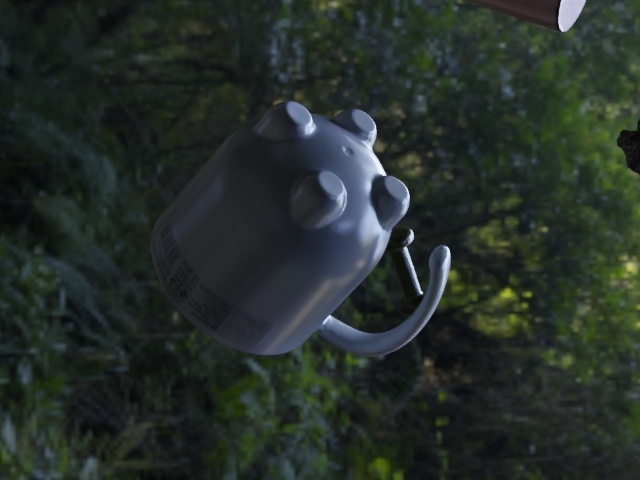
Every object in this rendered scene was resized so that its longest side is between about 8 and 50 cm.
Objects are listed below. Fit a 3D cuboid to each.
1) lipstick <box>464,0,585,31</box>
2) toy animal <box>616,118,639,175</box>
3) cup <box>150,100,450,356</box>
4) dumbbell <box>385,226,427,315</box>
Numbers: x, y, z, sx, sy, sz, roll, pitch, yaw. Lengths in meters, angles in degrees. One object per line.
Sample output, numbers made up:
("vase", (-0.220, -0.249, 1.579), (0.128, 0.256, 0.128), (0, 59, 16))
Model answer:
("lipstick", (0.135, -0.321, 1.481), (0.327, 0.087, 0.087), (23, -61, 23))
("toy animal", (0.316, -0.090, 0.919), (0.220, 0.069, 0.086), (-22, -158, 36))
("cup", (-0.009, 0.000, 0.882), (0.142, 0.134, 0.173), (-46, -109, 37))
("dumbbell", (0.113, 0.041, 1.761), (0.052, 0.046, 0.118), (-6, -68, 35))
